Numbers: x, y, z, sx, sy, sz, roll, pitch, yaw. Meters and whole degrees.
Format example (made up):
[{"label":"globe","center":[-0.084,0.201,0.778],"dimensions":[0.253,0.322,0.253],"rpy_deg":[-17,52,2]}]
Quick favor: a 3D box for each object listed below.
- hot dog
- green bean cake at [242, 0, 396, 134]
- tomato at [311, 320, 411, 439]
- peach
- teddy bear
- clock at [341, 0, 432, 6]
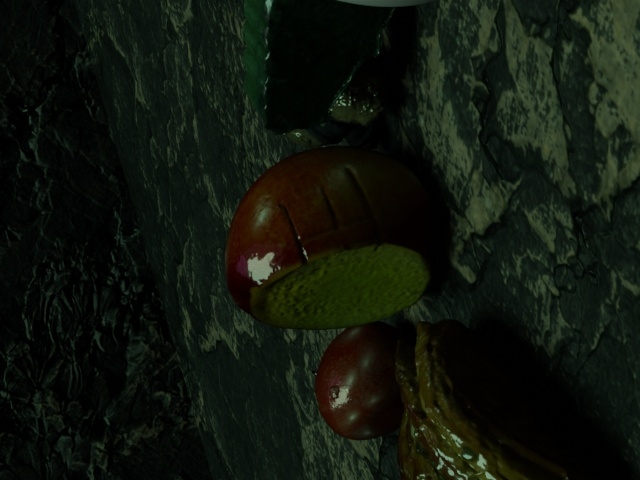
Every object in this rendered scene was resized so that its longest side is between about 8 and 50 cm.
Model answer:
[{"label":"hot dog","center":[0.186,0.254,1.463],"dimensions":[0.387,0.174,0.267],"rpy_deg":[-128,26,-46]},{"label":"green bean cake","center":[0.004,-0.242,1.523],"dimensions":[0.107,0.194,0.208],"rpy_deg":[51,146,46]},{"label":"tomato","center":[0.074,0.193,1.787],"dimensions":[0.167,0.167,0.167],"rpy_deg":[164,90,-72]},{"label":"peach","center":[0.000,0.000,1.636],"dimensions":[0.245,0.275,0.248],"rpy_deg":[46,142,48]},{"label":"teddy bear","center":[0.004,-0.183,1.696],"dimensions":[0.182,0.129,0.251],"rpy_deg":[41,164,-16]},{"label":"clock","center":[0.014,-0.378,1.130],"dimensions":[0.250,0.377,0.368],"rpy_deg":[105,145,-49]}]
